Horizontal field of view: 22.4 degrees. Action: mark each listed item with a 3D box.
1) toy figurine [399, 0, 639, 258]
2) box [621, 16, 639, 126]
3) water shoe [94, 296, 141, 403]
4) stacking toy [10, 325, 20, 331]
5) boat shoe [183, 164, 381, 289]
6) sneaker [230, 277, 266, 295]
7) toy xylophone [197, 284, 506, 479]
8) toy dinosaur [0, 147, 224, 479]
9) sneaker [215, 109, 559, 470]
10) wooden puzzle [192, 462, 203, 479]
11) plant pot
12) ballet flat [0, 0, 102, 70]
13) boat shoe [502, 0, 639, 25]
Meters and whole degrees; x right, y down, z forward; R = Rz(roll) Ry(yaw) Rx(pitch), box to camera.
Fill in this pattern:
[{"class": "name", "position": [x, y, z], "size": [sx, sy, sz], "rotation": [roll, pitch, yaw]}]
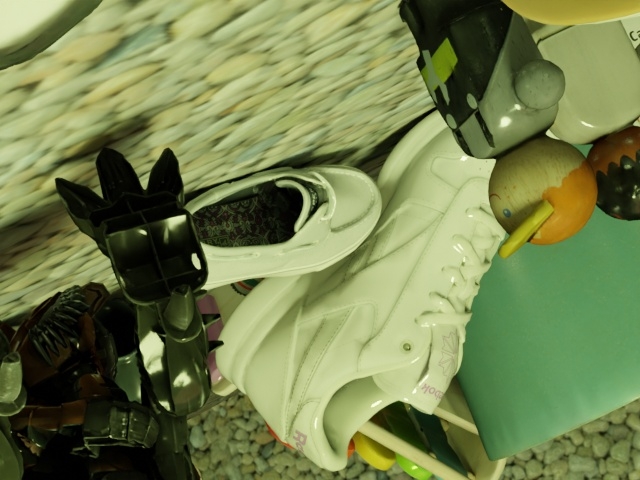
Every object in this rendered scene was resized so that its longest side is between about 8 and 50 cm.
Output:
[{"class": "toy figurine", "position": [0.165, -0.088, 0.747], "size": [0.209, 0.148, 0.213], "rotation": [-30, 173, 25]}, {"class": "box", "position": [0.256, -0.075, 1.037], "size": [0.145, 0.186, 0.038], "rotation": [-26, 173, -6]}, {"class": "water shoe", "position": [-0.139, 0.074, 1.183], "size": [0.073, 0.080, 0.203], "rotation": [-22, -162, -11]}, {"class": "stacking toy", "position": [-0.256, 0.197, 0.912], "size": [0.350, 0.351, 0.480], "rotation": [-31, -173, 35]}, {"class": "boat shoe", "position": [-0.024, -0.016, 0.979], "size": [0.184, 0.066, 0.063], "rotation": [-9, 165, -39]}, {"class": "sneaker", "position": [0.000, 0.000, 1.181], "size": [0.075, 0.057, 0.161], "rotation": [-24, 173, 35]}, {"class": "toy xylophone", "position": [0.041, 0.136, 1.344], "size": [0.081, 0.322, 0.236], "rotation": [-49, -153, 18]}, {"class": "toy dinosaur", "position": [-0.102, 0.090, 0.722], "size": [0.322, 0.218, 0.164], "rotation": [17, -140, 31]}, {"class": "sneaker", "position": [0.074, 0.026, 1.084], "size": [0.305, 0.152, 0.114], "rotation": [-46, 147, 12]}, {"class": "wooden puzzle", "position": [-0.315, 0.214, 1.308], "size": [0.347, 0.081, 0.322], "rotation": [3, 157, -33]}, {"class": "plant pot", "position": [0.211, 0.007, 1.292], "size": [0.293, 0.235, 0.293], "rotation": [-27, 173, -4]}, {"class": "ballet flat", "position": [-0.113, -0.058, 0.396], "size": [0.173, 0.057, 0.049], "rotation": [-27, -146, 14]}, {"class": "boat shoe", "position": [0.171, -0.153, 0.486], "size": [0.277, 0.098, 0.096], "rotation": [-31, 171, 26]}]
